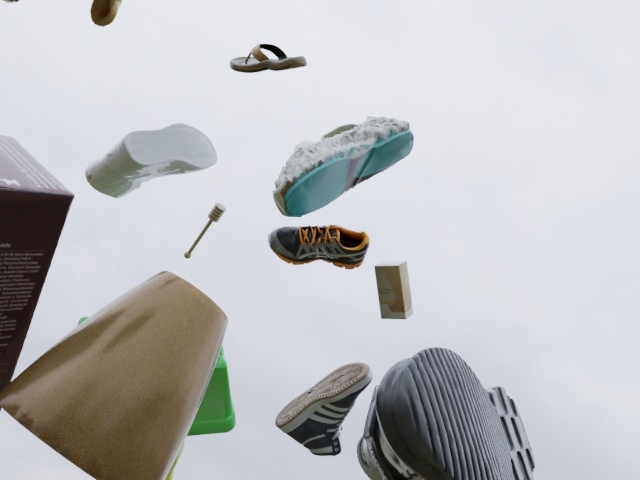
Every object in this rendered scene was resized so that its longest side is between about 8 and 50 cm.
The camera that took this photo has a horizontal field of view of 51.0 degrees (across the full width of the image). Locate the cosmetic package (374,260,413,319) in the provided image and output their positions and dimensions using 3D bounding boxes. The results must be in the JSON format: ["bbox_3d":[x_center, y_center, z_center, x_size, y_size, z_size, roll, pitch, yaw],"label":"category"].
[{"bbox_3d":[0.150,0.101,1.371,0.060,0.041,0.115,-4,-80,33],"label":"cosmetic package"}]

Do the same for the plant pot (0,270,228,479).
[{"bbox_3d":[-0.246,0.172,0.891,0.237,0.254,0.237,30,-22,13],"label":"plant pot"}]

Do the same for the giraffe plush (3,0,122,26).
[{"bbox_3d":[-0.270,-0.311,0.692,0.170,0.210,0.181,28,-54,9],"label":"giraffe plush"}]

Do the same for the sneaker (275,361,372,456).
[{"bbox_3d":[0.043,0.407,1.595,0.282,0.099,0.153,-36,-73,21],"label":"sneaker"}]

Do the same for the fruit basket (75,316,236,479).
[{"bbox_3d":[-0.377,0.362,1.461,0.391,0.283,0.392,-10,-51,-13],"label":"fruit basket"}]

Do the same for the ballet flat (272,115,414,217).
[{"bbox_3d":[0.027,-0.164,1.379,0.147,0.408,0.147,24,-52,36],"label":"ballet flat"}]

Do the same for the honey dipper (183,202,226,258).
[{"bbox_3d":[-0.274,-0.018,1.572,0.030,0.030,0.161,30,-70,-19],"label":"honey dipper"}]

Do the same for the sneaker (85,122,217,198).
[{"bbox_3d":[-0.362,-0.167,1.425,0.169,0.292,0.108,-25,-96,29],"label":"sneaker"}]

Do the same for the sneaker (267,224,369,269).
[{"bbox_3d":[0.000,0.000,1.343,0.214,0.084,0.083,5,-34,-21],"label":"sneaker"}]

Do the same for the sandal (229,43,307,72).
[{"bbox_3d":[-0.096,-0.336,1.228,0.180,0.072,0.049,13,-61,44],"label":"sandal"}]

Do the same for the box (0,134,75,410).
[{"bbox_3d":[-0.498,0.055,0.930,0.191,0.143,0.382,37,-69,31],"label":"box"}]

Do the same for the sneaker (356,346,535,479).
[{"bbox_3d":[0.088,0.183,0.583,0.146,0.123,0.330,-19,-28,18],"label":"sneaker"}]
